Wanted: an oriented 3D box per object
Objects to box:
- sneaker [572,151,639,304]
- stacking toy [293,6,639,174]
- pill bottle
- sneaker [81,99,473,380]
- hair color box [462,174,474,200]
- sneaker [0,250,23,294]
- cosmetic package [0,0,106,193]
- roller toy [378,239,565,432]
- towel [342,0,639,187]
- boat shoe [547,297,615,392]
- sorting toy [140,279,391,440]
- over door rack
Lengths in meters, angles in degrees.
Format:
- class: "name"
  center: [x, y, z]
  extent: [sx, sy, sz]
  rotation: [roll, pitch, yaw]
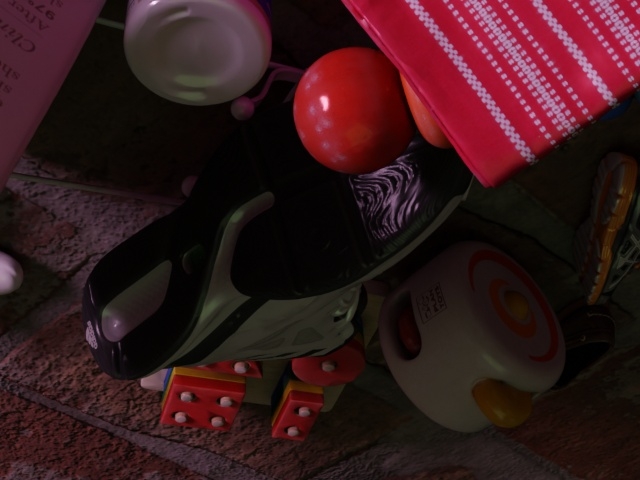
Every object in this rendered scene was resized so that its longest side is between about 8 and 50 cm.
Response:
- class: "sneaker"
  center: [0.334, -0.005, 1.232]
  extent: [0.083, 0.084, 0.215]
  rotation: [-2, 138, -9]
- class: "stacking toy"
  center: [0.138, -0.120, 0.755]
  extent: [0.330, 0.141, 0.141]
  rotation: [-18, 137, 15]
- class: "pill bottle"
  center: [-0.095, -0.208, 0.891]
  extent: [0.111, 0.187, 0.112]
  rotation: [-2, 139, -2]
- class: "sneaker"
  center: [-0.001, -0.001, 1.070]
  extent: [0.447, 0.169, 0.257]
  rotation: [-29, 161, 34]
- class: "hair color box"
  center: [0.087, -0.082, 1.154]
  extent: [0.141, 0.043, 0.072]
  rotation: [3, 138, -9]
- class: "sneaker"
  center: [-0.439, 0.056, 1.238]
  extent: [0.212, 0.094, 0.080]
  rotation: [2, 137, -6]
- class: "cosmetic package"
  center: [-0.392, -0.109, 0.787]
  extent: [0.329, 0.394, 0.327]
  rotation: [35, 127, -19]
- class: "roller toy"
  center: [0.174, 0.104, 1.257]
  extent: [0.191, 0.209, 0.146]
  rotation: [50, 123, 0]
- class: "towel"
  center: [0.152, -0.182, 0.666]
  extent: [0.274, 0.031, 0.199]
  rotation: [-36, 86, 20]
- class: "boat shoe"
  center: [0.292, 0.153, 1.414]
  extent: [0.073, 0.073, 0.207]
  rotation: [16, 136, -22]
- class: "sorting toy"
  center: [-0.072, 0.144, 1.365]
  extent: [0.257, 0.089, 0.255]
  rotation: [10, 137, -14]
- class: "over door rack"
  center: [-0.162, -0.096, 1.075]
  extent: [0.324, 0.108, 0.239]
  rotation: [19, 133, -23]
